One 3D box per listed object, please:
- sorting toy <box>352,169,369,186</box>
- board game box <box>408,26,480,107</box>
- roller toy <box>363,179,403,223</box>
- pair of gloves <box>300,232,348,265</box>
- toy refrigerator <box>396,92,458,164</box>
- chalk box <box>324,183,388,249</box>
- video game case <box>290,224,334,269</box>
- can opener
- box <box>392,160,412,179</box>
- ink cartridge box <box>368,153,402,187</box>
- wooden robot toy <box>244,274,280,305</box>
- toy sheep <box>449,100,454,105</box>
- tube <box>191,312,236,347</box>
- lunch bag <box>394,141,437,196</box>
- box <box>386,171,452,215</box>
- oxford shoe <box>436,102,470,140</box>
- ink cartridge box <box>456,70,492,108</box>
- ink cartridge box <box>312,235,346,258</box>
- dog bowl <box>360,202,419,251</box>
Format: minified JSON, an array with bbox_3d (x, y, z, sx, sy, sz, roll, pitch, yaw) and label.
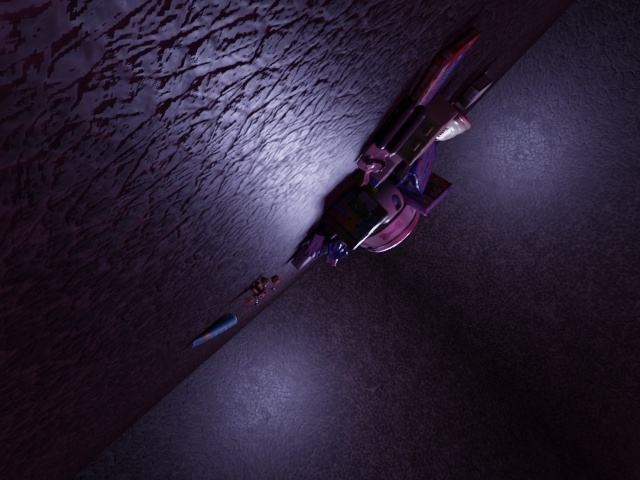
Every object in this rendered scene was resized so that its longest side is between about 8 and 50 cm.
[{"bbox_3d":[0.154,-0.230,1.500,0.075,0.045,0.083,-53,172,19],"label":"sorting toy"},{"bbox_3d":[0.293,-0.413,1.131,0.145,0.027,0.281,-41,175,-20],"label":"board game box"},{"bbox_3d":[0.273,-0.185,1.968,0.146,0.191,0.209,-44,175,-16],"label":"roller toy"},{"bbox_3d":[0.014,0.041,1.889,0.023,0.199,0.159,-77,-170,-45],"label":"pair of gloves"},{"bbox_3d":[0.340,-0.369,1.464,0.094,0.102,0.269,-42,176,-21],"label":"toy refrigerator"},{"bbox_3d":[0.139,-0.095,1.722,0.179,0.180,0.289,-44,174,-5],"label":"chalk box"},{"bbox_3d":[0.000,0.000,2.083,0.270,0.061,0.244,-40,172,-39],"label":"video game case"},{"bbox_3d":[0.190,-0.288,1.212,0.280,0.074,0.093,132,-29,-54],"label":"can opener"},{"bbox_3d":[0.327,-0.315,1.729,0.116,0.029,0.162,-60,-162,17],"label":"box"},{"bbox_3d":[0.259,-0.295,1.677,0.104,0.060,0.180,-40,173,-47],"label":"ink cartridge box"},{"bbox_3d":[-0.252,0.191,1.765,0.173,0.076,0.079,-43,-150,-16],"label":"wooden robot toy"},{"bbox_3d":[0.437,-0.459,1.573,0.091,0.091,0.132,-41,174,-37],"label":"toy sheep"},{"bbox_3d":[-0.437,0.368,1.764,0.207,0.052,0.080,-32,159,-41],"label":"tube"},{"bbox_3d":[0.415,-0.341,1.826,0.293,0.138,0.220,62,50,-78],"label":"lunch bag"},{"bbox_3d":[0.434,-0.266,2.028,0.201,0.293,0.057,-43,153,-22],"label":"box"},{"bbox_3d":[0.594,-0.530,2.018,0.147,0.140,0.397,-38,175,11],"label":"oxford shoe"},{"bbox_3d":[0.732,-0.709,2.028,0.209,0.062,0.109,-41,174,-39],"label":"ink cartridge box"},{"bbox_3d":[0.082,0.004,2.005,0.224,0.045,0.223,-22,-175,26],"label":"ink cartridge box"},{"bbox_3d":[0.321,-0.114,2.198,0.408,0.150,0.407,-34,-153,21],"label":"dog bowl"}]
